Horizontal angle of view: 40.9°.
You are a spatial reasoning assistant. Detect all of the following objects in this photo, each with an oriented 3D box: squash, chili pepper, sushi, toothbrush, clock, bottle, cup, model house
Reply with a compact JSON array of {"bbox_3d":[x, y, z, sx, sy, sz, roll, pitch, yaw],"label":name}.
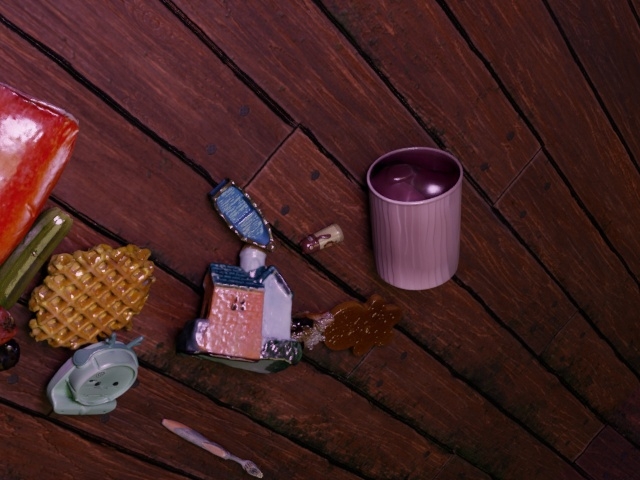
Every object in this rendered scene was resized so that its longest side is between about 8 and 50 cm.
[{"bbox_3d":[-0.533,0.037,1.554,0.229,0.066,0.066,-51,134,2],"label":"squash"},{"bbox_3d":[-0.556,-0.115,1.363,0.251,0.229,0.305,32,84,-15],"label":"chili pepper"},{"bbox_3d":[-0.064,0.217,1.992,0.226,0.103,0.097,-27,115,-22],"label":"sushi"},{"bbox_3d":[-0.259,0.504,2.082,0.028,0.037,0.375,-50,132,-3],"label":"toothbrush"},{"bbox_3d":[-0.441,0.265,1.732,0.159,0.066,0.211,12,125,-51],"label":"clock"},{"bbox_3d":[0.000,0.001,1.933,0.101,0.047,0.063,-25,140,-20],"label":"bottle"},{"bbox_3d":[0.218,-0.069,1.969,0.208,0.288,0.273,-1,127,6],"label":"cup"},{"bbox_3d":[-0.160,0.129,1.840,0.253,0.184,0.291,12,79,-20],"label":"model house"}]

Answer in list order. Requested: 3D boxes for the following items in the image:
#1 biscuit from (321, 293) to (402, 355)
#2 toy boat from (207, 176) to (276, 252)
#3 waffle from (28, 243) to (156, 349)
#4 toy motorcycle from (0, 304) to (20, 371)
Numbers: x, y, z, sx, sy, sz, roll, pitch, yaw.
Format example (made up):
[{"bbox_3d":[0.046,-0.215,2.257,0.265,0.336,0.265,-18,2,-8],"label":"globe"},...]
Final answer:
[{"bbox_3d":[0.099,0.210,2.147,0.236,0.039,0.179,4,118,-37],"label":"biscuit"},{"bbox_3d":[-0.154,-0.046,1.754,0.075,0.077,0.185,-40,127,-7],"label":"toy boat"},{"bbox_3d":[-0.440,0.108,1.662,0.245,0.052,0.254,-1,126,-39],"label":"waffle"},{"bbox_3d":[-0.688,0.130,1.441,0.401,0.134,0.207,16,130,-30],"label":"toy motorcycle"}]
